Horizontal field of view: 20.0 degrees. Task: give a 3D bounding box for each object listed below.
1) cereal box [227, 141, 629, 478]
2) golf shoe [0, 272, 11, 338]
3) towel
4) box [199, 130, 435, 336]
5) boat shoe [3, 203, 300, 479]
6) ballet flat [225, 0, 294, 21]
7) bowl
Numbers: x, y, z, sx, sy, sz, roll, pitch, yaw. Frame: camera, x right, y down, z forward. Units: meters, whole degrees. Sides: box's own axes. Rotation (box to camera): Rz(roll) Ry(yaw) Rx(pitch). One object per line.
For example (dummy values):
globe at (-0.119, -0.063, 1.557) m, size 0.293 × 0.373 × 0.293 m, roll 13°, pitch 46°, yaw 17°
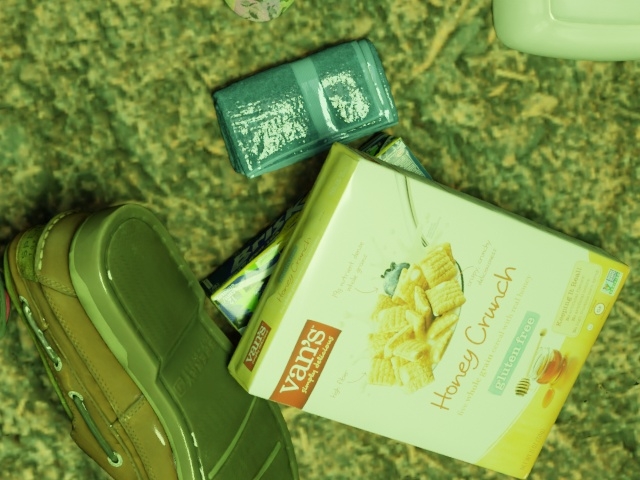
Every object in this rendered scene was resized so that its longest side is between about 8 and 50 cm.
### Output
cereal box at (0.076, 0.052, 1.230) m, size 0.240 × 0.047 × 0.173 m, roll 19°, pitch 101°, yaw -30°
golf shoe at (-0.275, -0.044, 1.157) m, size 0.105 × 0.120 × 0.273 m, roll -28°, pitch 100°, yaw -4°
towel at (-0.011, -0.091, 1.245) m, size 0.119 × 0.029 × 0.067 m, roll -20°, pitch 100°, yaw -7°
box at (0.000, 0.000, 1.243) m, size 0.169 × 0.059 × 0.054 m, roll -40°, pitch 103°, yaw -4°
boat shoe at (-0.109, 0.112, 1.222) m, size 0.104 × 0.111 × 0.307 m, roll -8°, pitch 114°, yaw 34°
ballet flat at (-0.017, -0.254, 1.198) m, size 0.076 × 0.079 × 0.222 m, roll 17°, pitch 94°, yaw -13°
bowl at (0.195, -0.195, 1.260) m, size 0.142 × 0.053 × 0.142 m, roll 1°, pitch 98°, yaw -12°
